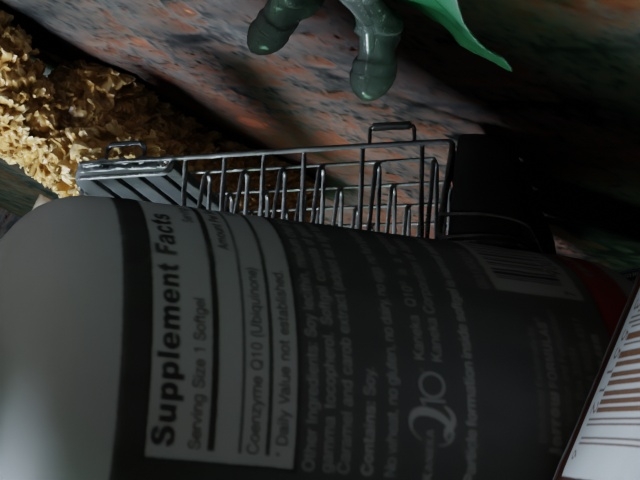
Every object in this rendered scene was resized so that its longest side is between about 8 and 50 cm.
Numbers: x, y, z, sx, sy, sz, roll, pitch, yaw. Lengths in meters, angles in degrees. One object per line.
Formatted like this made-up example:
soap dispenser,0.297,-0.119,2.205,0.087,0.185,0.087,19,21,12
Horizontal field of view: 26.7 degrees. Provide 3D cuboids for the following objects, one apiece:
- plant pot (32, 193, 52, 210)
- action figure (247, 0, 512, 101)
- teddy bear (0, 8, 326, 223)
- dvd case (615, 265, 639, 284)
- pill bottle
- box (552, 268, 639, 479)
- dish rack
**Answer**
plant pot,-0.155,0.048,0.920,0.109,0.096,0.109,28,171,28
action figure,-0.025,-0.118,0.405,0.137,0.063,0.232,24,169,24
teddy bear,-0.162,-0.060,0.965,0.338,0.113,0.245,30,172,-36
dvd case,0.170,0.032,0.732,0.119,0.013,0.087,-13,161,18
pill bottle,-0.043,0.092,0.588,0.363,0.210,0.210,7,177,-16
box,0.286,0.102,0.465,0.381,0.191,0.143,25,172,0
dish rack,0.000,0.000,0.781,0.271,0.074,0.208,-1,162,17
